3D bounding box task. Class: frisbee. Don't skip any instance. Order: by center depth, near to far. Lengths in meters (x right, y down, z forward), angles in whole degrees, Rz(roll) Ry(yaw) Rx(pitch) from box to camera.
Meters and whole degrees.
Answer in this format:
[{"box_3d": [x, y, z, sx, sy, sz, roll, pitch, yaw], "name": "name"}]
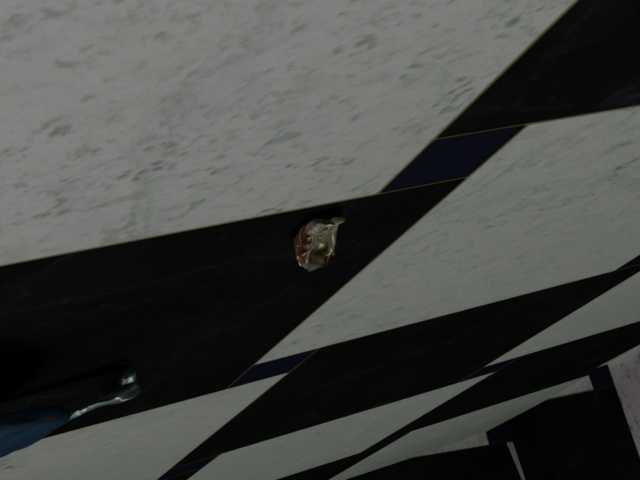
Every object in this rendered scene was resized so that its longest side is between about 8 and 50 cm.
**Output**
[{"box_3d": [-0.378, 0.203, 1.145, 0.289, 0.049, 0.289, -11, 173, -1], "name": "frisbee"}]

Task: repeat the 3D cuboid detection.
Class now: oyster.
[{"box_3d": [-0.002, 0.002, 1.112, 0.051, 0.034, 0.093, -31, 159, -27], "name": "oyster"}]

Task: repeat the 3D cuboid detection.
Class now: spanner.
[{"box_3d": [-0.326, 0.208, 1.283, 0.302, 0.017, 0.071, -24, -160, -20], "name": "spanner"}]
